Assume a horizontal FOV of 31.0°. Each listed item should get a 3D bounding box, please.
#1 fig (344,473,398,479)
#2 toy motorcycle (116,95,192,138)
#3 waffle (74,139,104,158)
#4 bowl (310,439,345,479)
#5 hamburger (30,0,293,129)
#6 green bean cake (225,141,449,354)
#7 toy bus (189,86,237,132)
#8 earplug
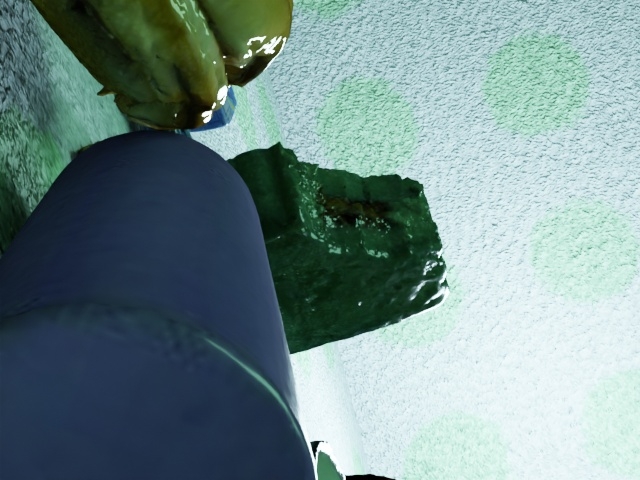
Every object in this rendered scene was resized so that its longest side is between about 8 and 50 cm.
[{"bbox_3d":[0.031,0.447,1.394,0.217,0.216,0.321,70,26,-46],"label":"fig"},{"bbox_3d":[-0.195,-0.185,1.316,0.114,0.076,0.205,-114,-171,-79],"label":"toy motorcycle"},{"bbox_3d":[-0.185,-0.025,1.097,0.102,0.042,0.148,-72,146,-80],"label":"waffle"},{"bbox_3d":[-0.043,0.334,0.821,0.354,0.185,0.354,-15,90,-85],"label":"bowl"},{"bbox_3d":[-0.159,-0.226,0.894,0.284,0.174,0.304,46,-6,-18],"label":"hamburger"},{"bbox_3d":[0.000,0.000,1.532,0.300,0.307,0.169,71,5,-53],"label":"green bean cake"},{"bbox_3d":[-0.181,-0.266,1.598,0.094,0.079,0.237,-95,169,-53],"label":"toy bus"},{"bbox_3d":[-0.120,0.053,0.759,0.456,0.215,0.215,-100,173,-69],"label":"earplug"}]
